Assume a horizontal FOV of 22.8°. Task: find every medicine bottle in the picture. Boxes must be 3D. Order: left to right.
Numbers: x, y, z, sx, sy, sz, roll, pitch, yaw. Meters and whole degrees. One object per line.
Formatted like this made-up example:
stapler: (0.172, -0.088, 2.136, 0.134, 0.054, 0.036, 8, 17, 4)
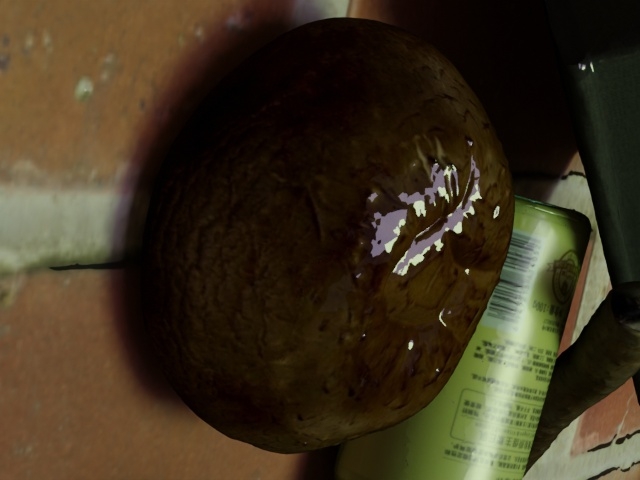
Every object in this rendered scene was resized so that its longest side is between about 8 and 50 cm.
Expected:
medicine bottle: (0.082, 0.083, 0.987, 0.124, 0.124, 0.239, 15, 92, -59)

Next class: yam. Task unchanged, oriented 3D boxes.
yam: (0.159, 0.107, 1.055, 0.045, 0.045, 0.327, -39, 167, -25)

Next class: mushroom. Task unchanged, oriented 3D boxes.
mushroom: (0.012, 0.004, 0.812, 0.194, 0.138, 0.231, -2, 106, -58)

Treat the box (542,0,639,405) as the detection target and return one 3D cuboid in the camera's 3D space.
box: (0.255, -0.102, 0.996, 0.345, 0.204, 0.251, 65, 16, -49)
